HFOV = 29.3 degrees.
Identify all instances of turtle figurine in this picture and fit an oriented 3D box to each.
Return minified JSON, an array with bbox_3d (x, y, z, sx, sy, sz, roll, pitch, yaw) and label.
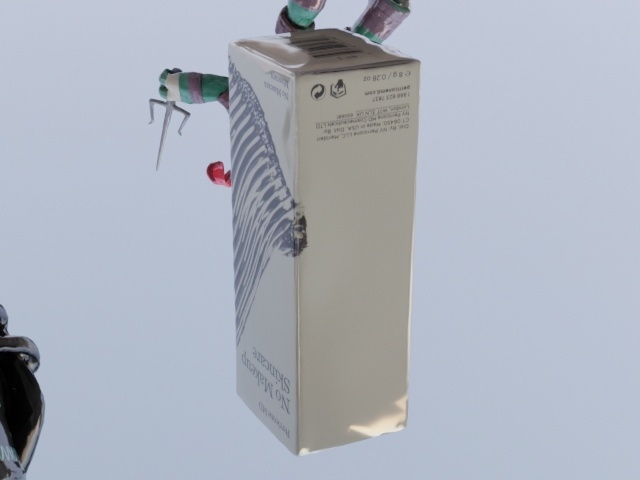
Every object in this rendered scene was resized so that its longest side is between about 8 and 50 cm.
[{"bbox_3d":[-0.030,-0.122,1.020,0.175,0.234,0.118,4,-139,-46],"label":"turtle figurine"}]

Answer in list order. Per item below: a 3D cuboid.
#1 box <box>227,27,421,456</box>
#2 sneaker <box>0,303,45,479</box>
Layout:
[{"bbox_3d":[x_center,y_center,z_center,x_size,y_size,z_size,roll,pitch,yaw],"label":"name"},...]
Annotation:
[{"bbox_3d":[0.000,0.000,0.849,0.094,0.275,0.113,-11,-157,-26],"label":"box"},{"bbox_3d":[-0.122,0.019,0.329,0.106,0.101,0.267,1,-94,14],"label":"sneaker"}]
